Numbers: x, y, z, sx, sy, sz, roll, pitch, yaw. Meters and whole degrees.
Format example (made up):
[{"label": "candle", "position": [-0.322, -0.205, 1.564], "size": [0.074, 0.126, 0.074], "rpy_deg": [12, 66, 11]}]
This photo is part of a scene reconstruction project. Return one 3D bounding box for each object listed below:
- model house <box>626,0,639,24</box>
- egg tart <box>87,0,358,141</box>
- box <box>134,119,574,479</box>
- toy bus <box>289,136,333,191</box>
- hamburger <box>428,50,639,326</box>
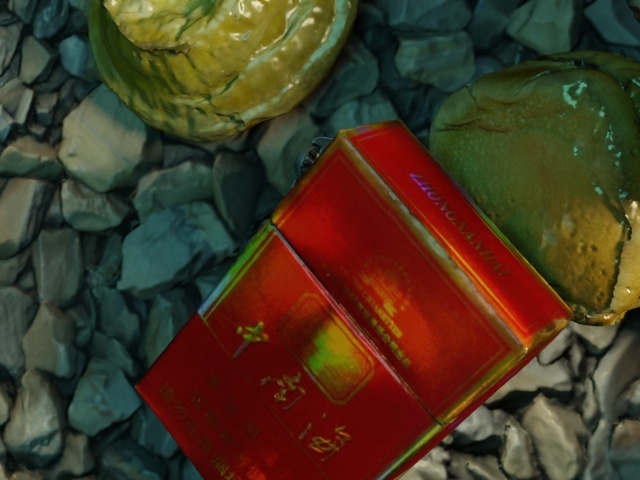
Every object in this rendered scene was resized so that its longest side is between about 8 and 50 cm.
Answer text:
[{"label": "model house", "position": [0.334, -0.169, 0.742], "size": [0.245, 0.312, 0.280], "rpy_deg": [-11, 80, 26]}, {"label": "egg tart", "position": [-0.104, -0.236, 1.079], "size": [0.290, 0.115, 0.290], "rpy_deg": [-6, 75, 23]}, {"label": "box", "position": [0.011, 0.087, 0.889], "size": [0.197, 0.089, 0.313], "rpy_deg": [51, 125, 15]}, {"label": "toy bus", "position": [0.000, 0.000, 1.000], "size": [0.073, 0.076, 0.167], "rpy_deg": [26, 93, 29]}, {"label": "hamburger", "position": [0.173, -0.040, 0.865], "size": [0.214, 0.108, 0.214], "rpy_deg": [30, 126, 52]}]
